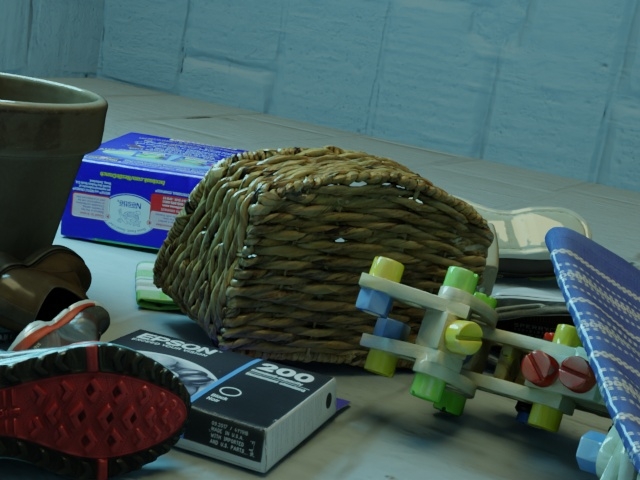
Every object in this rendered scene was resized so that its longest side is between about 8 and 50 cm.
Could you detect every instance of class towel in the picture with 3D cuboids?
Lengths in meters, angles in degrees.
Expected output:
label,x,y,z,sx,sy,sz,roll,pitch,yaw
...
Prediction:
label,x,y,z,sx,sy,sz,roll,pitch,yaw
towel,-0.164,0.058,1.354,0.113,0.023,0.152,5,15,-9
towel,0.303,0.122,0.893,0.243,0.040,0.336,29,25,-18

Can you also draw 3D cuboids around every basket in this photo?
label,x,y,z,sx,sy,sz,roll,pitch,yaw
basket,0.000,0.000,1.219,0.299,0.214,0.223,7,14,-29

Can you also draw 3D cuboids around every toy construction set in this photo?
label,x,y,z,sx,sy,sz,roll,pitch,yaw
toy construction set,0.195,0.121,0.993,0.327,0.151,0.215,30,-1,41

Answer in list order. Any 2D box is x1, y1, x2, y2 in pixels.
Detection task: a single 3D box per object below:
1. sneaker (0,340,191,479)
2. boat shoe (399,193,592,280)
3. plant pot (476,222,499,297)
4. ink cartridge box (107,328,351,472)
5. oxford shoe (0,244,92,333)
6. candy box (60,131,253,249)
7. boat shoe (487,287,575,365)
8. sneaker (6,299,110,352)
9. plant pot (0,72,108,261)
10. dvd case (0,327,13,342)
label,x,y,z,sx,sy,sz,roll,pitch,yaw
sneaker,-0.230,0.111,0.859,0.261,0.104,0.125,4,11,-20
boat shoe,0.237,0.003,1.705,0.324,0.097,0.117,3,53,-9
plant pot,0.176,0.041,1.484,0.109,0.109,0.096,6,24,-11
ink cartridge box,-0.097,0.128,1.011,0.206,0.045,0.208,12,11,19
oxford shoe,-0.273,0.061,1.148,0.096,0.083,0.227,30,10,6
candy box,-0.202,-0.070,1.672,0.268,0.122,0.317,9,13,6
boat shoe,0.314,0.123,1.210,0.335,0.121,0.119,3,16,27
sneaker,-0.229,0.103,1.050,0.065,0.061,0.158,38,19,8
plant pot,-0.372,-0.060,1.241,0.263,0.229,0.263,8,12,-2
dvd case,-0.369,0.083,1.101,0.119,0.013,0.087,-1,15,-36
